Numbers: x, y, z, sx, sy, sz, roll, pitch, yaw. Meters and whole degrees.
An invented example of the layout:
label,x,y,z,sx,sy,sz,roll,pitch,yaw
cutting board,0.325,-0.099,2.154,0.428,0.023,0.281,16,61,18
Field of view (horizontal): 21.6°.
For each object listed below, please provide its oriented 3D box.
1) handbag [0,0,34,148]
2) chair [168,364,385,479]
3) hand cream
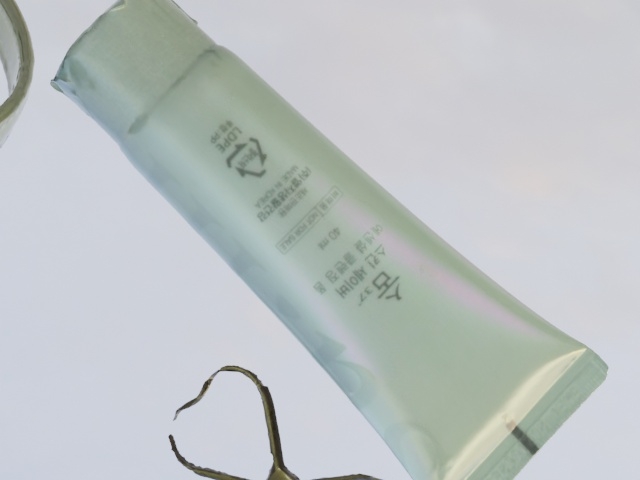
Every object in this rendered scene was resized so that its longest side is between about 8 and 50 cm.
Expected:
label,x,y,z,sx,sy,sz,roll,pitch,yaw
handbag,-0.218,-0.085,0.563,0.256,0.079,0.219,42,-138,20
chair,-0.134,0.199,0.851,0.160,0.325,0.170,34,175,40
hand cream,0.000,0.000,0.558,0.205,0.078,0.050,45,169,-1
